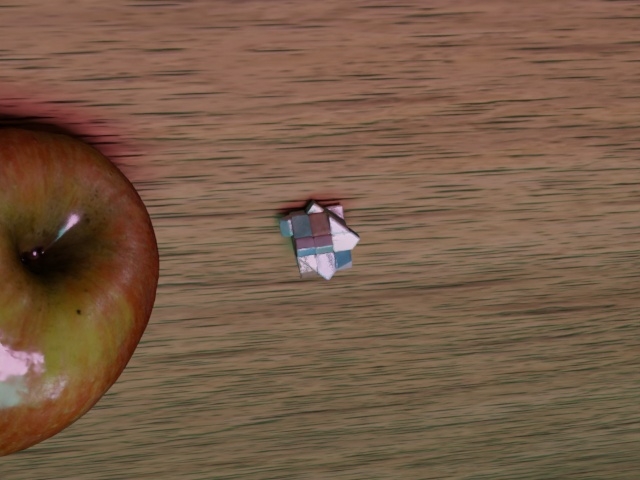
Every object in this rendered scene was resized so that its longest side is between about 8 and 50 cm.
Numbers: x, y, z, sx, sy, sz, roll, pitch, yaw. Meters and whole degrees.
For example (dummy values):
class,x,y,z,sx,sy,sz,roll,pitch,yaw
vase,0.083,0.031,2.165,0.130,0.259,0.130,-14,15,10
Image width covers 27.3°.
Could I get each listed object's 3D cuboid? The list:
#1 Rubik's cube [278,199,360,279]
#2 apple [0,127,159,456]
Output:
class,x,y,z,sx,sy,sz,roll,pitch,yaw
Rubik's cube,0.001,-0.002,1.436,0.075,0.084,0.073,-24,150,-14
apple,-0.307,0.050,1.246,0.277,0.309,0.250,49,142,-8
